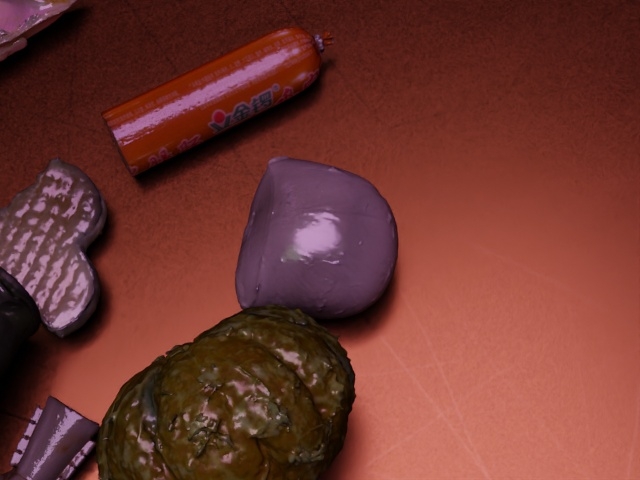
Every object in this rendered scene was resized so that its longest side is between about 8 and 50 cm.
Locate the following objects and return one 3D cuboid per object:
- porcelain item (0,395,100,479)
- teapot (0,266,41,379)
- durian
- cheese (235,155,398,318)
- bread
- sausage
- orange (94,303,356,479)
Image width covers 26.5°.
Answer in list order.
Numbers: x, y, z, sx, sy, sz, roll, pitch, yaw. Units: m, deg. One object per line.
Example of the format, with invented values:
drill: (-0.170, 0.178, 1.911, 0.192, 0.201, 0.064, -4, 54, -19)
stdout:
porcelain item: (-0.344, 0.292, 1.596, 0.084, 0.054, 0.213, 28, 79, 14)
teapot: (-0.484, 0.167, 1.575, 0.200, 0.270, 0.337, 43, 55, -24)
durian: (-0.419, -0.289, 1.813, 0.224, 0.078, 0.140, -15, 56, -12)
cheese: (0.000, 0.000, 1.624, 0.189, 0.154, 0.198, 11, 71, 3)
bread: (-0.351, 0.016, 1.695, 0.172, 0.064, 0.232, -4, 69, 2)
sausage: (-0.122, -0.189, 1.737, 0.312, 0.093, 0.093, -26, 70, -5)
orange: (-0.090, 0.201, 1.488, 0.301, 0.300, 0.223, -32, 97, 29)
